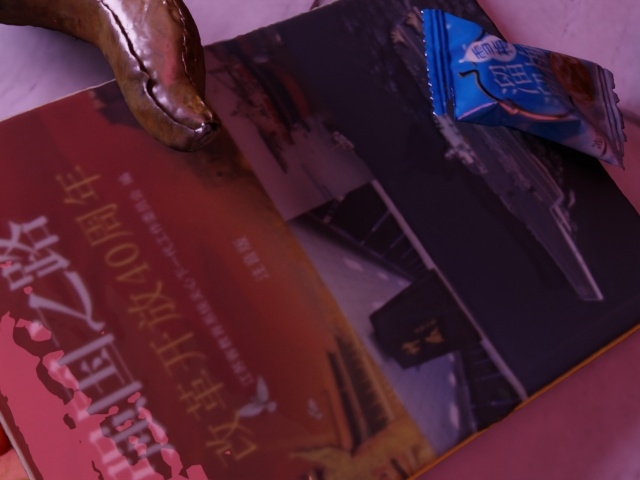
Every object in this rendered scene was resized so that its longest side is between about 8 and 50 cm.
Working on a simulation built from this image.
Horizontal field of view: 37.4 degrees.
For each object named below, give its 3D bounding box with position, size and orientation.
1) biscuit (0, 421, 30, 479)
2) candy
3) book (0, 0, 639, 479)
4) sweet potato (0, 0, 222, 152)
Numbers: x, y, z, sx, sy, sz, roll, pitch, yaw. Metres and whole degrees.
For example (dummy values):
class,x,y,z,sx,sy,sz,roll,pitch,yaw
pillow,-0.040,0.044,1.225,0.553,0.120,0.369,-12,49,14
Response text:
class,x,y,z,sx,sy,sz,roll,pitch,yaw
biscuit,-0.133,0.098,0.460,0.250,0.036,0.165,30,65,3
candy,0.122,-0.087,0.554,0.136,0.038,0.088,14,48,-18
book,0.000,0.000,0.510,0.373,0.028,0.263,-26,75,-26
sweet potato,-0.134,-0.127,0.495,0.233,0.062,0.081,33,69,11
